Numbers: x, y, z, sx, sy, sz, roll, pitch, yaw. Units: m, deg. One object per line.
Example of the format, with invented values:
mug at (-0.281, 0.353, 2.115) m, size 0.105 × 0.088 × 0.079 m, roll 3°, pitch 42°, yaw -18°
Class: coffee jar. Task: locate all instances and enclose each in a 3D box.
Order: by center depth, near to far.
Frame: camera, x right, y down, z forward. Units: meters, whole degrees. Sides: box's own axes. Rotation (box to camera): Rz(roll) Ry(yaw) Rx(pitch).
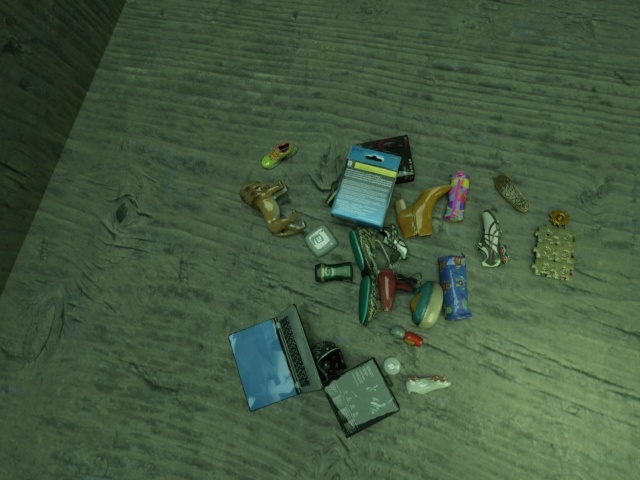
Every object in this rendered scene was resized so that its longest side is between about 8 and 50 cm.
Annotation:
coffee jar at (0.064, 0.156, 1.963) m, size 0.185 × 0.079 × 0.096 m, roll -3°, pitch 81°, yaw 8°

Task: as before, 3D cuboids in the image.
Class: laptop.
laptop at (-0.221, 0.547, 1.848) m, size 0.237 × 0.408 × 0.381 m, roll -13°, pitch 73°, yaw -29°

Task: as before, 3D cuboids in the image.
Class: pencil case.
pencil case at (0.616, 0.215, 1.841) m, size 0.133 × 0.119 × 0.305 m, roll 6°, pitch 74°, yaw -29°
pencil case at (0.658, -0.208, 1.940) m, size 0.105 × 0.104 × 0.235 m, roll 9°, pitch 80°, yaw 11°

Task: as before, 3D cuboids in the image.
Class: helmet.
helmet at (0.025, 0.541, 1.835) m, size 0.170 × 0.169 × 0.161 m, roll -27°, pitch 86°, yaw 2°

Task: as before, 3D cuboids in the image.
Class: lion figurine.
lion figurine at (-0.249, -0.152, 2.056) m, size 0.241 × 0.142 × 0.391 m, roll -28°, pitch 79°, yaw 10°

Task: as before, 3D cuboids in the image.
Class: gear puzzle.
gear puzzle at (1.075, 0.014, 1.855) m, size 0.176 × 0.044 × 0.338 m, roll 10°, pitch 76°, yaw 13°

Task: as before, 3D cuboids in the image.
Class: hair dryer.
hair dryer at (0.355, 0.201, 1.819) m, size 0.223 × 0.080 × 0.293 m, roll 45°, pitch 60°, yaw -8°

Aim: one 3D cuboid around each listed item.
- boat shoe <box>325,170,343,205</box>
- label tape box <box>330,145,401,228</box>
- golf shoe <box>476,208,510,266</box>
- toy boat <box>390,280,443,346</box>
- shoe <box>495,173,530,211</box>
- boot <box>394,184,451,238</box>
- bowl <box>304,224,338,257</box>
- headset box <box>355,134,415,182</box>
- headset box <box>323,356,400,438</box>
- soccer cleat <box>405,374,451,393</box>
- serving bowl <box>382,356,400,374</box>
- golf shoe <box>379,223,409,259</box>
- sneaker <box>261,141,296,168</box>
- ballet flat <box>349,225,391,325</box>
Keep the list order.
boat shoe at (0.090, -0.275, 2.061) m, size 0.074 × 0.080 × 0.223 m, roll 34°, pitch 79°, yaw 20°
label tape box at (0.217, -0.248, 1.911) m, size 0.250 × 0.115 × 0.346 m, roll 16°, pitch 82°, yaw 9°
golf shoe at (0.784, -0.011, 1.875) m, size 0.120 × 0.105 × 0.272 m, roll -14°, pitch 75°, yaw 13°
toy boat at (0.431, 0.334, 1.801) m, size 0.148 × 0.267 × 0.317 m, roll 23°, pitch 114°, yaw 10°
shoe at (0.916, -0.223, 1.928) m, size 0.077 × 0.058 × 0.218 m, roll -37°, pitch 69°, yaw 20°
boot at (0.515, -0.132, 1.945) m, size 0.296 × 0.104 × 0.210 m, roll -20°, pitch 81°, yaw 16°
bowl at (0.000, 0.000, 2.023) m, size 0.142 × 0.053 × 0.142 m, roll -36°, pitch 76°, yaw 1°
headset box at (0.309, -0.389, 2.030) m, size 0.294 × 0.110 × 0.217 m, roll -8°, pitch 78°, yaw 7°
headset box at (0.188, 0.688, 1.796) m, size 0.283 × 0.131 × 0.246 m, roll -29°, pitch 74°, yaw 2°
soccer cleat at (0.480, 0.648, 1.797) m, size 0.197 × 0.068 × 0.076 m, roll -4°, pitch 92°, yaw 10°
serving bowl at (0.328, 0.578, 1.851) m, size 0.084 × 0.027 × 0.083 m, roll -2°, pitch 76°, yaw 9°
golf shoe at (0.350, 0.016, 1.941) m, size 0.094 × 0.077 × 0.198 m, roll -17°, pitch 64°, yaw -20°
sneaker at (-0.231, -0.463, 2.144) m, size 0.209 × 0.094 × 0.081 m, roll -34°, pitch 76°, yaw 2°
ballet flat at (0.253, 0.155, 1.906) m, size 0.182 × 0.164 × 0.481 m, roll -3°, pitch 74°, yaw -11°
